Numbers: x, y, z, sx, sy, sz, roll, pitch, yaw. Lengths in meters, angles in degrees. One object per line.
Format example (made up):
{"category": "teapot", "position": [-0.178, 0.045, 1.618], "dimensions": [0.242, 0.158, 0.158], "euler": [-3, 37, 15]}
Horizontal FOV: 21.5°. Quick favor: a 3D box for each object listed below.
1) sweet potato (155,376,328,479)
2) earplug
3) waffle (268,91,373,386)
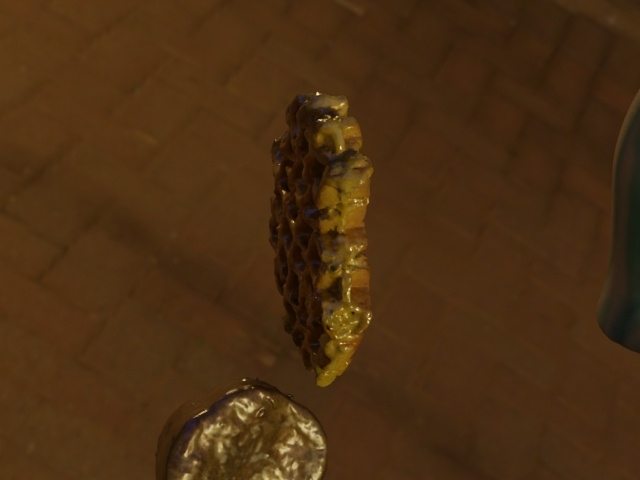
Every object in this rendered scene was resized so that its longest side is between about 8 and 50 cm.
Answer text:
{"category": "sweet potato", "position": [-0.073, 0.207, 1.570], "dimensions": [0.158, 0.158, 0.370], "euler": [33, -8, 3]}
{"category": "earplug", "position": [0.403, -0.045, 1.937], "dimensions": [0.185, 0.324, 0.185], "euler": [-6, 32, 4]}
{"category": "waffle", "position": [0.001, 0.000, 1.484], "dimensions": [0.056, 0.253, 0.249], "euler": [-3, -10, -14]}
